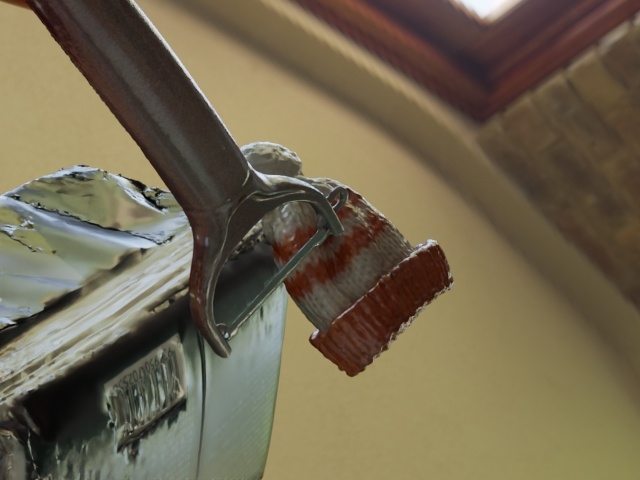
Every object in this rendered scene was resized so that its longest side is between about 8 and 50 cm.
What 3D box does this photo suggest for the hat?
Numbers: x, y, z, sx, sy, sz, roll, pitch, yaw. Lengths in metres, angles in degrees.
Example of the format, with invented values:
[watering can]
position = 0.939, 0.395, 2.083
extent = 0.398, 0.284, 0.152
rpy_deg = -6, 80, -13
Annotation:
[hat]
position = 0.000, 0.000, 1.017
extent = 0.112, 0.093, 0.162
rpy_deg = -38, -91, -35

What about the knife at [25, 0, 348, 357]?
[knife]
position = -0.072, -0.065, 0.823
extent = 0.123, 0.053, 0.278
rpy_deg = -50, -51, -21

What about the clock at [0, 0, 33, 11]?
[clock]
position = -0.281, -0.241, 1.397
extent = 0.155, 0.061, 0.113
rpy_deg = 11, -151, -41

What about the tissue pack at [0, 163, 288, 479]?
[tissue pack]
position = -0.210, 0.130, 1.150
extent = 0.253, 0.264, 0.416
rpy_deg = 15, -156, 21
